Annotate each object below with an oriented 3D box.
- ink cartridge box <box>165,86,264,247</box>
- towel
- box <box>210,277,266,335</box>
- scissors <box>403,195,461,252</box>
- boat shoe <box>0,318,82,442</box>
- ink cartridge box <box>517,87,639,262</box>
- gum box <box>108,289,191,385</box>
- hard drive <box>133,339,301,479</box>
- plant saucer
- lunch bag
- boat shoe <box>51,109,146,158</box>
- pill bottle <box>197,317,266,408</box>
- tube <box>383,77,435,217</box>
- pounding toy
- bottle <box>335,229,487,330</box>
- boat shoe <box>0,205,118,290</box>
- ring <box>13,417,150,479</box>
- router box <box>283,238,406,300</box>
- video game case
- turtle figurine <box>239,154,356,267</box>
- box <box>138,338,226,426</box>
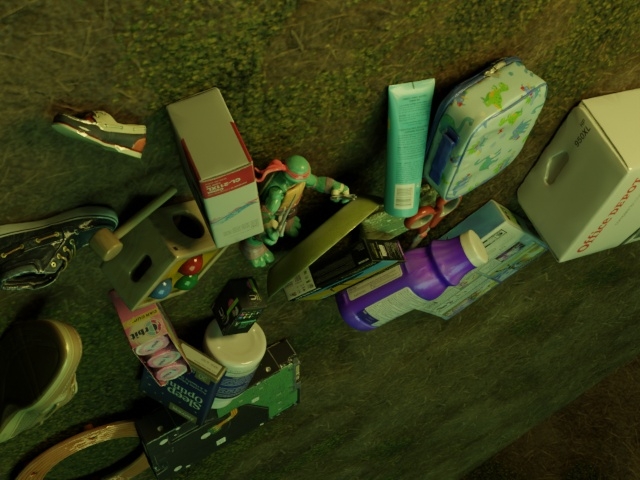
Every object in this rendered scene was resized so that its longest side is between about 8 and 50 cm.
[{"bbox_3d":[-0.133,-0.089,1.354,0.072,0.127,0.175,-22,153,-10],"label":"ink cartridge box"},{"bbox_3d":[0.133,-0.040,1.808,0.148,0.027,0.110,-23,152,-11],"label":"towel"},{"bbox_3d":[-0.139,0.113,1.783,0.052,0.062,0.083,-5,145,-36],"label":"box"},{"bbox_3d":[0.192,-0.023,1.851,0.109,0.021,0.297,-31,165,-5],"label":"scissors"},{"bbox_3d":[-0.438,0.211,1.629,0.110,0.121,0.341,-9,158,-42],"label":"boat shoe"},{"bbox_3d":[0.599,-0.137,1.919,0.395,0.166,0.285,-14,150,-25],"label":"ink cartridge box"},{"bbox_3d":[-0.268,0.150,1.677,0.062,0.107,0.188,-25,154,-6],"label":"gum box"},{"bbox_3d":[-0.198,0.341,2.100,0.339,0.064,0.237,-27,154,-15],"label":"hard drive"},{"bbox_3d":[0.000,0.000,1.650,0.241,0.037,0.241,-40,-179,1],"label":"plant saucer"},{"bbox_3d":[0.238,-0.165,1.584,0.176,0.090,0.219,-33,158,-24],"label":"lunch bag"},{"bbox_3d":[-0.261,-0.133,1.253,0.137,0.049,0.043,16,88,-52],"label":"boat shoe"},{"bbox_3d":[-0.173,0.224,1.894,0.112,0.112,0.186,-12,149,-28],"label":"pill bottle"},{"bbox_3d":[0.126,-0.135,1.547,0.080,0.052,0.207,-17,125,-32],"label":"tube"},{"bbox_3d":[-0.219,0.014,1.436,0.181,0.094,0.206,-46,165,32],"label":"pounding toy"},{"bbox_3d":[0.167,0.071,1.922,0.283,0.092,0.118,-29,152,23],"label":"bottle"},{"bbox_3d":[-0.346,0.014,1.387,0.183,0.083,0.065,-14,151,-26],"label":"boat shoe"},{"bbox_3d":[-0.454,0.437,2.104,0.337,0.032,0.336,-23,154,-12],"label":"ring"},{"bbox_3d":[0.040,0.051,1.803,0.179,0.046,0.133,-26,166,27],"label":"router box"},{"bbox_3d":[0.291,0.045,2.071,0.269,0.061,0.244,-37,151,19],"label":"video game case"},{"bbox_3d":[-0.043,-0.056,1.510,0.175,0.118,0.234,-26,166,-29],"label":"turtle figurine"},{"bbox_3d":[-0.250,0.254,1.860,0.036,0.136,0.225,-56,173,-37],"label":"box"}]
